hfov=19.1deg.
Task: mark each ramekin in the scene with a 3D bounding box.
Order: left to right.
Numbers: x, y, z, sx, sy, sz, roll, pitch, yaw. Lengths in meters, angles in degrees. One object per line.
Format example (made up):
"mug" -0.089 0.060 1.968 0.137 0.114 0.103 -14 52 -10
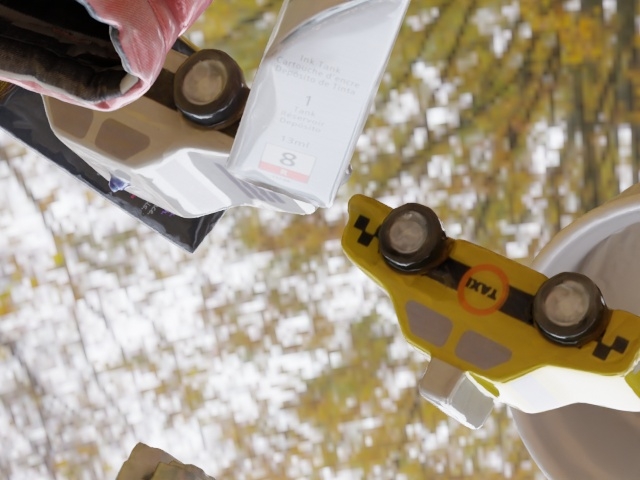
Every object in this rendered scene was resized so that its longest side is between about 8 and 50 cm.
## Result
"ramekin" 0.284 0.078 1.409 0.277 0.277 0.135 6 -160 19

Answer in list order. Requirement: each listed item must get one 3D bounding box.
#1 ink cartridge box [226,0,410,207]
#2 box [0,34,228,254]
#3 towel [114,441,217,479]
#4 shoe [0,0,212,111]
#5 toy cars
"ink cartridge box" 0.021 -0.115 0.590 0.045 0.179 0.145 19 -124 2
"box" -0.191 -0.136 1.792 0.165 0.270 0.143 -52 -142 3
"towel" -0.099 0.381 1.473 0.090 0.320 0.375 0 -117 39
"shoe" -0.098 -0.103 0.438 0.178 0.063 0.081 33 -132 -9
"toy cars" 0.000 0.000 0.964 0.087 0.393 0.176 -61 -167 -8
